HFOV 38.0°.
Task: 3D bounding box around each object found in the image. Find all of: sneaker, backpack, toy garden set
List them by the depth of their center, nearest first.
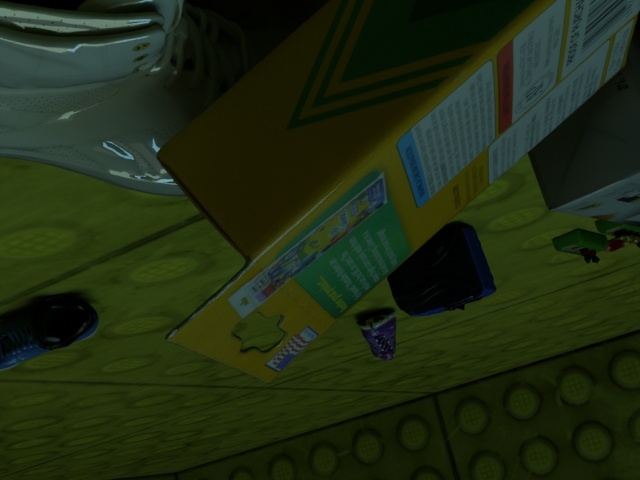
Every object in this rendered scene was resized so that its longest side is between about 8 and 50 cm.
[{"bbox_3d":[-0.082,-0.095,0.477,0.292,0.108,0.169,-1,168,-37],"label":"sneaker"},{"bbox_3d":[-0.320,0.102,1.021,0.152,0.058,0.084,-14,169,-15],"label":"sneaker"},{"bbox_3d":[0.152,0.047,1.173,0.120,0.098,0.101,-23,165,23],"label":"backpack"},{"bbox_3d":[0.490,-0.014,1.339,0.244,0.049,0.203,-26,160,33],"label":"toy garden set"},{"bbox_3d":[0.106,0.162,1.551,0.068,0.071,0.170,-17,162,7],"label":"sneaker"}]

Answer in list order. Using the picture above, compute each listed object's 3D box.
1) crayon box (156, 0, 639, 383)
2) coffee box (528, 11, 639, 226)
[{"bbox_3d":[0.042,-0.063,0.539,0.323,0.083,0.203,-42,162,-2],"label":"crayon box"},{"bbox_3d":[0.257,-0.091,0.742,0.098,0.141,0.246,-28,158,36],"label":"coffee box"}]
